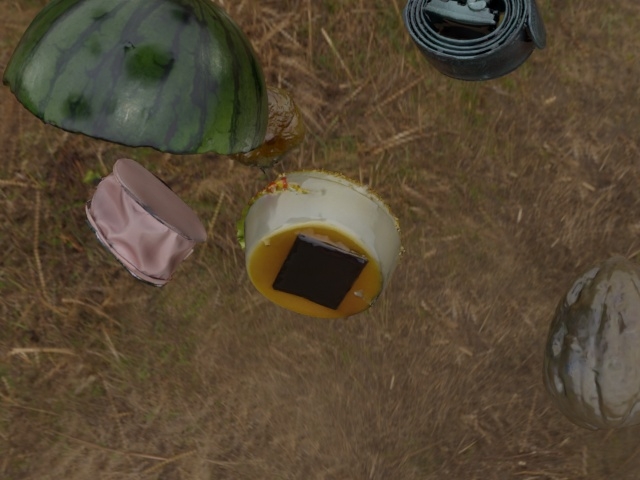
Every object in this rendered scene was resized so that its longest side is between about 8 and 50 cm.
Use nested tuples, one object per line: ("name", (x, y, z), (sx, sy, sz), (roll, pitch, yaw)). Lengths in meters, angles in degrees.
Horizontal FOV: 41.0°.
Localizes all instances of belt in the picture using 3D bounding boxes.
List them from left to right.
("belt", (0.281, -0.387, 1.526), (0.267, 0.116, 0.206), (36, 89, 34))

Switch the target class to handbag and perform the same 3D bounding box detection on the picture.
("handbag", (-0.293, -0.029, 1.422), (0.116, 0.179, 0.205), (-43, 110, 12))

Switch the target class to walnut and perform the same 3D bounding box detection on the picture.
("walnut", (0.372, 0.129, 1.096), (0.178, 0.178, 0.230), (10, 76, 6))

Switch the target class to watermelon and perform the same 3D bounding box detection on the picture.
("watermelon", (-0.217, -0.235, 1.055), (0.331, 0.331, 0.189), (14, 106, 7))

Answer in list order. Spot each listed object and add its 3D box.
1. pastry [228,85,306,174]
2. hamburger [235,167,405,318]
("pastry", (-0.101, -0.193, 1.463), (0.153, 0.153, 0.081), (-20, 31, -4))
("hamburger", (0.000, 0.000, 1.488), (0.294, 0.276, 0.179), (19, 48, -5))
